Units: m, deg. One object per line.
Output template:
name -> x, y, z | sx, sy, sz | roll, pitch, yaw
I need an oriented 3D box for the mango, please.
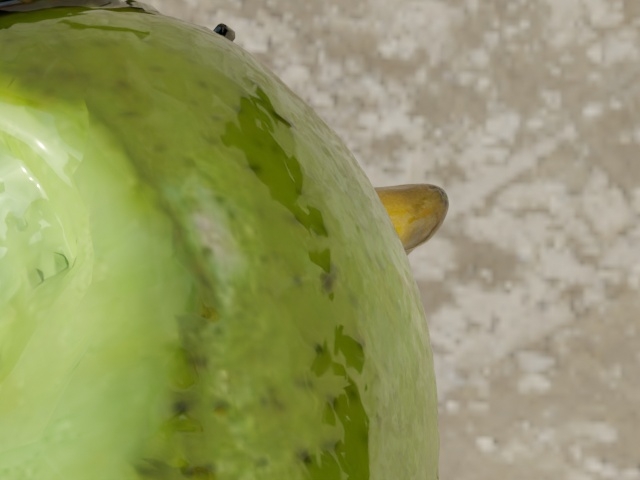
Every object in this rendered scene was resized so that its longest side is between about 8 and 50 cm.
mango -> 0.000, 0.000, 1.277 | 0.190, 0.098, 0.075 | -7, 118, 41

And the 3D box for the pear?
pear -> -0.092, 0.091, 0.511 | 0.292, 0.292, 0.159 | -9, 159, 20
